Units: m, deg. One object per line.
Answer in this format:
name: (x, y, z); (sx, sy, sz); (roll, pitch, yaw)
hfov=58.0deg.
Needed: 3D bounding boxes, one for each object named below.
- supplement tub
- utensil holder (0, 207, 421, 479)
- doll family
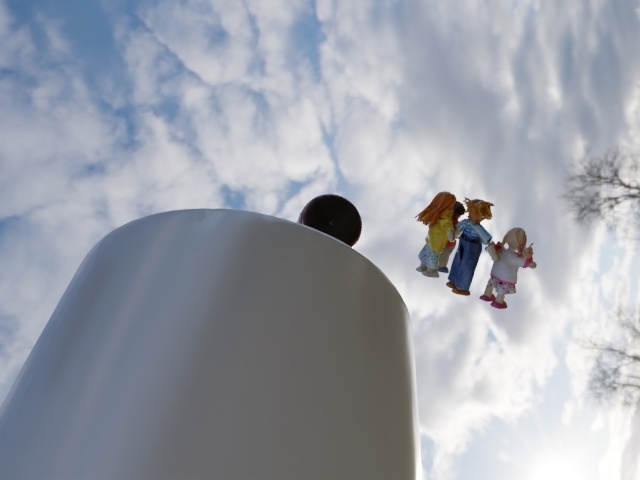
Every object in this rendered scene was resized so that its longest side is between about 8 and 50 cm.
supplement tub: (0.000, 0.000, 1.010); (0.198, 0.106, 0.106); (122, 165, -69)
utensil holder: (-0.085, 0.217, 0.399); (0.327, 0.328, 0.385); (57, -151, -39)
doll family: (0.243, 0.001, 1.003); (0.119, 0.263, 0.163); (5, -74, -27)
